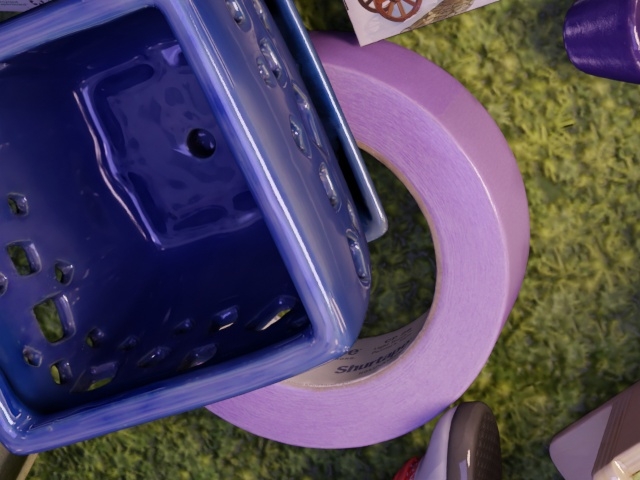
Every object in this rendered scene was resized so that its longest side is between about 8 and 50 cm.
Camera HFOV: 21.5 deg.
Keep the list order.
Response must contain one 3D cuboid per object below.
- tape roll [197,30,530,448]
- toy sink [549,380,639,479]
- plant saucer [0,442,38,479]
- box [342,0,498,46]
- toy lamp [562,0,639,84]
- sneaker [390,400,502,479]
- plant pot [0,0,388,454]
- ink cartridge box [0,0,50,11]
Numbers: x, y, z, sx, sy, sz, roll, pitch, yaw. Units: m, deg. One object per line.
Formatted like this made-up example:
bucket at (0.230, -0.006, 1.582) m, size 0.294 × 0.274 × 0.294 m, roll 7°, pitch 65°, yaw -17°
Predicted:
tape roll at (0.000, 0.000, 1.150) m, size 0.274 × 0.090 × 0.275 m, roll 6°, pitch 110°, yaw 15°
toy sink at (0.270, 0.158, 1.099) m, size 0.234 × 0.131 × 0.153 m, roll -36°, pitch 95°, yaw 26°
plant saucer at (-0.323, 0.168, 1.337) m, size 0.188 × 0.045 × 0.188 m, roll 32°, pitch 115°, yaw 5°
box at (0.106, -0.233, 1.054) m, size 0.233 × 0.044 × 0.159 m, roll -17°, pitch 104°, yaw 22°
toy lamp at (0.262, -0.132, 0.976) m, size 0.274 × 0.080 × 0.080 m, roll 0°, pitch 112°, yaw 47°
sneaker at (0.047, 0.210, 1.180) m, size 0.145 × 0.090 × 0.270 m, roll 11°, pitch 133°, yaw 16°
plant pot at (-0.100, -0.039, 1.000) m, size 0.236 × 0.212 × 0.236 m, roll -20°, pitch 103°, yaw 22°
ink cartridge box at (-0.249, -0.223, 1.102) m, size 0.206 × 0.045 × 0.208 m, roll 4°, pitch 156°, yaw 16°
